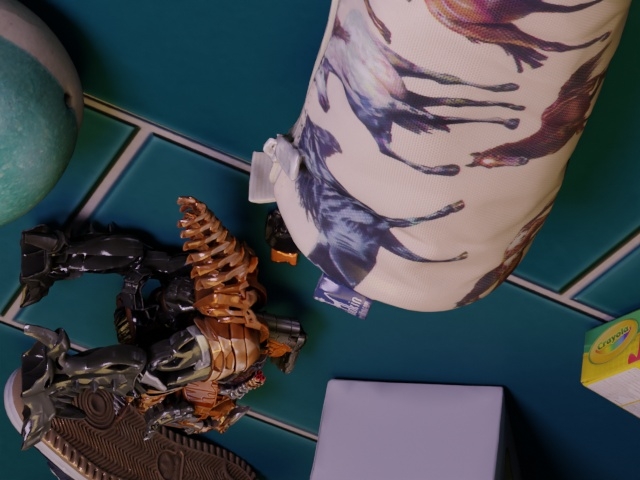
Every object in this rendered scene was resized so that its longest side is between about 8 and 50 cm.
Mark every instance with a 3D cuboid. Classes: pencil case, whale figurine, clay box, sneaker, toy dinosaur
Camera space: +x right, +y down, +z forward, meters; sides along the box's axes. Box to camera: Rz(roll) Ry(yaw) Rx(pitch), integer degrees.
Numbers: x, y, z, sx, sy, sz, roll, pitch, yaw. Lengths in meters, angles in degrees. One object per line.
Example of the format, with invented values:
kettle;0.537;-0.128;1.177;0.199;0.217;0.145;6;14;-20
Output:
pencil case;0.070;-0.116;1.081;0.184;0.159;0.410;0;149;-9
whale figurine;-0.293;-0.079;1.269;0.272;0.141;0.216;3;147;15
clay box;0.311;0.077;1.396;0.127;0.053;0.222;30;142;-28
sneaker;-0.198;0.202;1.707;0.153;0.099;0.282;-22;138;38
toy dinosaur;-0.114;0.053;1.453;0.218;0.164;0.322;1;130;-9

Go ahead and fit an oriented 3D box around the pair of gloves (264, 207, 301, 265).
pair of gloves;0.000;0.000;1.417;0.083;0.010;0.074;10;149;7

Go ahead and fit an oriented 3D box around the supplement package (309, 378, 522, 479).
supplement package;0.081;0.247;1.597;0.149;0.194;0.203;1;146;14
